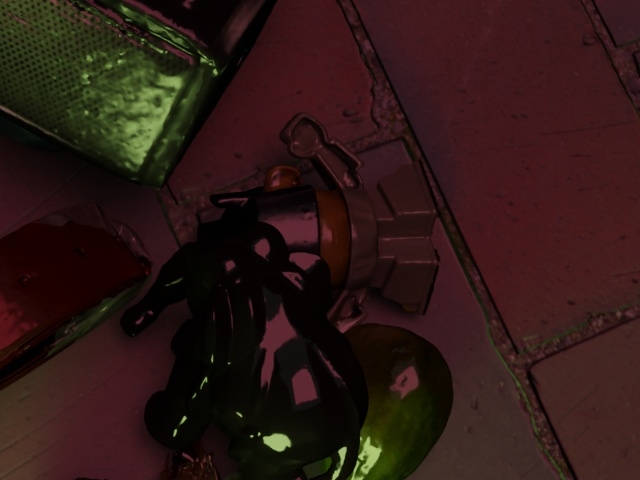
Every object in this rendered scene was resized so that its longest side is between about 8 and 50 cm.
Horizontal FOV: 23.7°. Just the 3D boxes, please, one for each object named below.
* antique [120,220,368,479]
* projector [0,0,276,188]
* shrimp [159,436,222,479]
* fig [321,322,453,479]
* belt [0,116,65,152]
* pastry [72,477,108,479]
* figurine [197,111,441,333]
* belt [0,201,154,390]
[{"bbox_3d":[-0.073,0.142,1.693,0.185,0.255,0.322,-28,73,-39],"label":"antique"},{"bbox_3d":[-0.264,-0.312,1.733,0.405,0.242,0.395,29,37,-4],"label":"projector"},{"bbox_3d":[-0.140,0.342,1.743,0.145,0.061,0.267,8,66,-25],"label":"shrimp"},{"bbox_3d":[0.075,0.210,1.790,0.167,0.167,0.234,0,100,-15],"label":"fig"},{"bbox_3d":[-0.337,-0.188,1.840,0.190,0.082,0.141,31,59,-4],"label":"belt"},{"bbox_3d":[-0.251,0.372,1.611,0.132,0.235,0.240,3,82,-18],"label":"pastry"},{"bbox_3d":[0.001,-0.004,1.841,0.308,0.143,0.309,6,70,-16],"label":"figurine"},{"bbox_3d":[-0.333,0.073,1.687,0.324,0.227,0.115,-32,83,-40],"label":"belt"}]
